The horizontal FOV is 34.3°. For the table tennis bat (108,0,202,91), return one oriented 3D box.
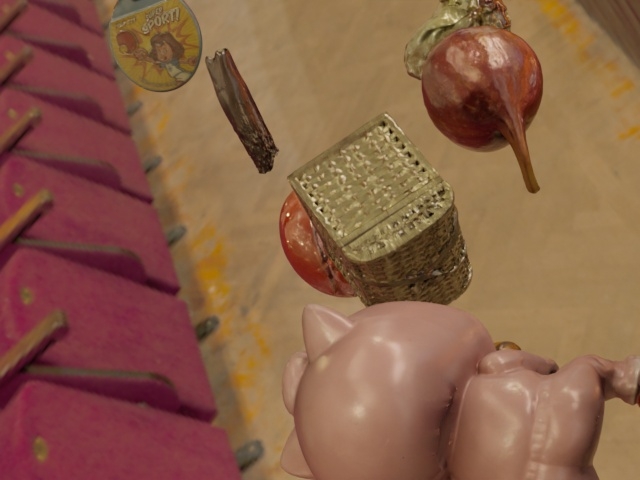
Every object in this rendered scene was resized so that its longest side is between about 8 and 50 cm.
[{"bbox_3d":[-0.183,-0.234,1.103,0.100,0.155,0.019,-16,12,12],"label":"table tennis bat"}]

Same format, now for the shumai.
[{"bbox_3d":[0.207,-0.336,1.621,0.184,0.142,0.184,-18,15,5],"label":"shumai"}]

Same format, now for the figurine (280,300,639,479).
[{"bbox_3d":[0.114,0.138,0.756,0.287,0.186,0.176,6,98,20],"label":"figurine"}]

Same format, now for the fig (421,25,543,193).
[{"bbox_3d":[0.230,-0.184,1.378,0.175,0.175,0.207,-39,42,11],"label":"fig"}]

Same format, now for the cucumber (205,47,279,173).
[{"bbox_3d":[-0.082,-0.131,1.065,0.033,0.135,0.034,-19,26,20],"label":"cucumber"}]

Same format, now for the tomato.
[{"bbox_3d":[0.000,0.000,1.686,0.112,0.199,0.228,-14,26,25],"label":"tomato"}]

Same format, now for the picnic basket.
[{"bbox_3d":[0.076,-0.007,1.122,0.134,0.196,0.154,-32,61,-3],"label":"picnic basket"}]
